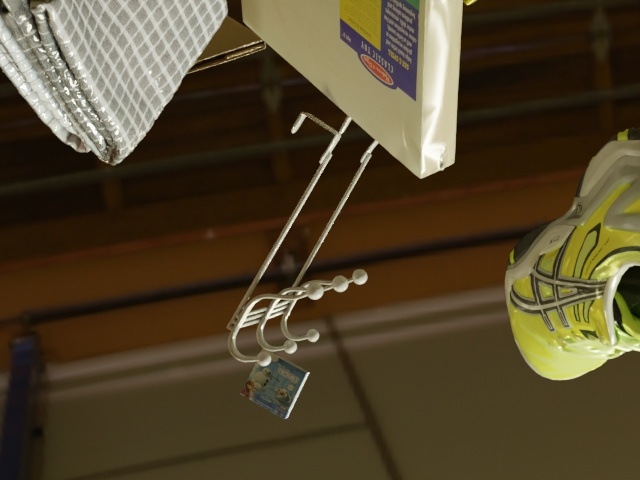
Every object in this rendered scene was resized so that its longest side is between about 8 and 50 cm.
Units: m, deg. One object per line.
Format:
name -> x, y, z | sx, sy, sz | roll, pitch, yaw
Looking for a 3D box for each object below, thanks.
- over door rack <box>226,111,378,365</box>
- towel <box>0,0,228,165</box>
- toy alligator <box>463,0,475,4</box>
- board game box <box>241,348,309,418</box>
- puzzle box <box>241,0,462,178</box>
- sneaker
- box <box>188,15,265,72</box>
over door rack -> 0.000, 0.000, 1.800 | 0.108, 0.324, 0.239 | 21, -172, 14
towel -> -0.220, -0.246, 1.419 | 0.121, 0.284, 0.235 | 21, -113, 28
toy alligator -> 0.160, -0.305, 1.661 | 0.051, 0.056, 0.190 | -33, 169, -20
board game box -> -0.078, 0.244, 2.355 | 0.090, 0.090, 0.020 | 27, -174, 14
puzzle box -> 0.023, -0.286, 1.616 | 0.052, 0.272, 0.409 | -24, -133, -23
sneaker -> 0.264, 0.050, 1.291 | 0.145, 0.385, 0.147 | 5, -121, -5
box -> -0.218, -0.355, 2.401 | 0.164, 0.021, 0.201 | -24, -140, -27
